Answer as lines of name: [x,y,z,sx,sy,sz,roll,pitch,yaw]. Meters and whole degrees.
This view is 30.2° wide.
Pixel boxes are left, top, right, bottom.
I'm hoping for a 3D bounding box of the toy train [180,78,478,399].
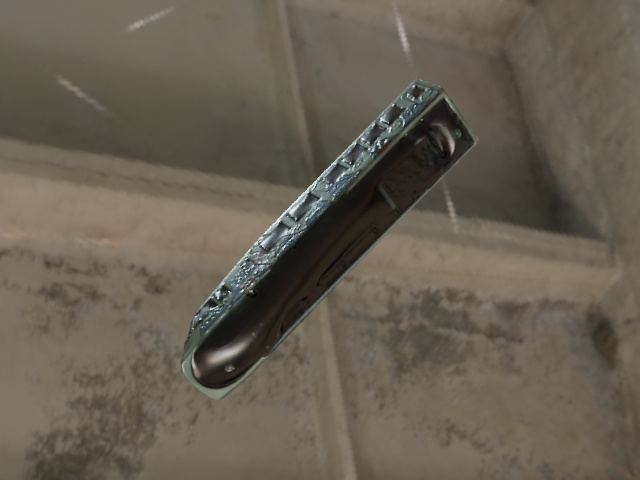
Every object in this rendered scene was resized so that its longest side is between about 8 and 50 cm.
toy train: [0.000,0.000,0.646,0.207,0.043,0.047,-46,-144,-8]
